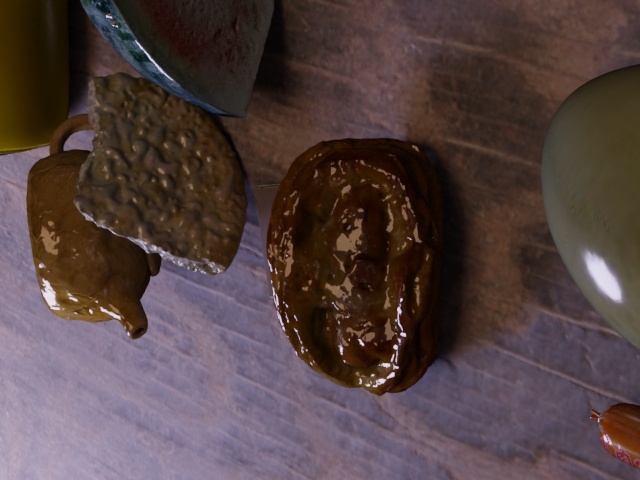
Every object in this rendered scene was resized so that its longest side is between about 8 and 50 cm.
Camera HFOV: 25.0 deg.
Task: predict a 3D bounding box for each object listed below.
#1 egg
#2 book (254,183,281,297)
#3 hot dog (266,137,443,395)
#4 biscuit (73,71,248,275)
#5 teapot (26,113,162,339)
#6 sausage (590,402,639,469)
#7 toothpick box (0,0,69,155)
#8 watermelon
[{"bbox_3d":[0.280,-0.025,1.086,0.295,0.218,0.218,43,127,43],"label":"egg"},{"bbox_3d":[0.000,0.000,1.526,0.181,0.014,0.127,-2,97,46],"label":"book"},{"bbox_3d":[0.039,0.031,1.406,0.175,0.114,0.259,0,99,17],"label":"hot dog"},{"bbox_3d":[-0.184,-0.070,1.588,0.265,0.188,0.040,60,161,11],"label":"biscuit"},{"bbox_3d":[-0.247,-0.021,1.685,0.203,0.167,0.311,85,175,-59],"label":"teapot"},{"bbox_3d":[0.362,0.202,1.167,0.347,0.053,0.053,20,113,42],"label":"sausage"},{"bbox_3d":[-0.392,-0.240,1.768,0.175,0.175,0.271,11,110,44],"label":"toothpick box"},{"bbox_3d":[-0.134,-0.263,1.487,0.290,0.213,0.320,59,178,14],"label":"watermelon"}]
